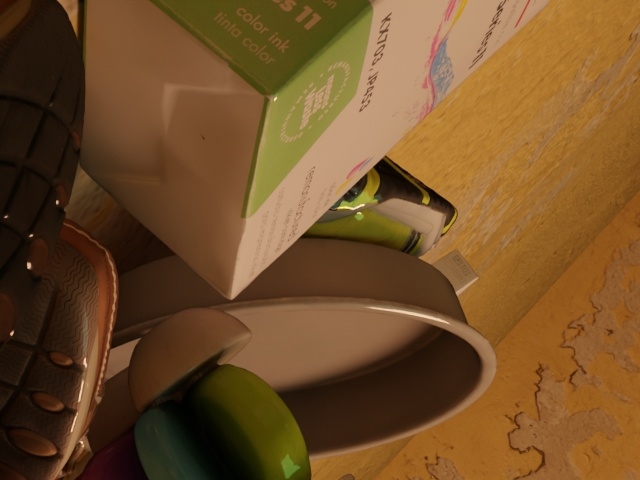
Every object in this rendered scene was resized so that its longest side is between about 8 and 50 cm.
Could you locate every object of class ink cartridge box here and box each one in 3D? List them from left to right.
[{"bbox_3d":[0.040,-0.157,0.904,0.353,0.119,0.207,-44,166,-26],"label":"ink cartridge box"},{"bbox_3d":[0.055,0.051,1.210,0.115,0.029,0.063,-32,172,-46],"label":"ink cartridge box"}]

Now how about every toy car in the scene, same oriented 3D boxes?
[{"bbox_3d":[-0.078,0.139,0.952,0.136,0.159,0.182,-29,171,-35],"label":"toy car"}]

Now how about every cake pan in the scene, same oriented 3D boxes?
[{"bbox_3d":[-0.035,0.076,1.114,0.293,0.054,0.293,-5,155,-3],"label":"cake pan"}]

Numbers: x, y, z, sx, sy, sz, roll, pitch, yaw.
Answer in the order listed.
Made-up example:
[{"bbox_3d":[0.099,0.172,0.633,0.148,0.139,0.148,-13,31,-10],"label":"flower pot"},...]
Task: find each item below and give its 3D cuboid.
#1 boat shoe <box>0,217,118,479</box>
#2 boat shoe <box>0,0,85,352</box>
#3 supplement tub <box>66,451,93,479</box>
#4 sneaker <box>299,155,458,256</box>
[{"bbox_3d":[-0.174,0.083,0.903,0.116,0.123,0.324,-54,179,-45],"label":"boat shoe"},{"bbox_3d":[-0.196,0.028,0.632,0.123,0.119,0.324,84,27,-54],"label":"boat shoe"},{"bbox_3d":[-0.188,0.335,1.263,0.331,0.241,0.241,-51,168,2],"label":"supplement tub"},{"bbox_3d":[0.000,0.000,1.173,0.147,0.145,0.384,-51,166,1],"label":"sneaker"}]
